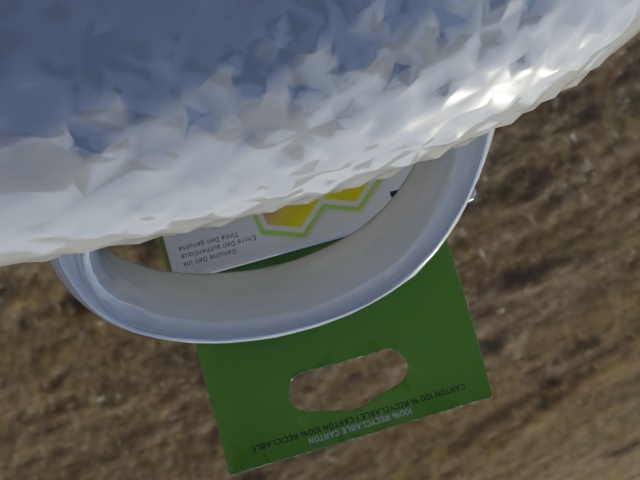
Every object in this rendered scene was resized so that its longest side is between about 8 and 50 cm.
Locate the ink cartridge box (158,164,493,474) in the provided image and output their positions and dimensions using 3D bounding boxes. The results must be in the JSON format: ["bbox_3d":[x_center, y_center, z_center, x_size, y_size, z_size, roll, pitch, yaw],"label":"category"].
[{"bbox_3d":[0.000,0.000,0.770,0.189,0.255,0.097,-16,179,-8],"label":"ink cartridge box"}]

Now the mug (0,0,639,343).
[{"bbox_3d":[-0.029,-0.110,0.514,0.328,0.276,0.374,-12,128,-16],"label":"mug"}]
